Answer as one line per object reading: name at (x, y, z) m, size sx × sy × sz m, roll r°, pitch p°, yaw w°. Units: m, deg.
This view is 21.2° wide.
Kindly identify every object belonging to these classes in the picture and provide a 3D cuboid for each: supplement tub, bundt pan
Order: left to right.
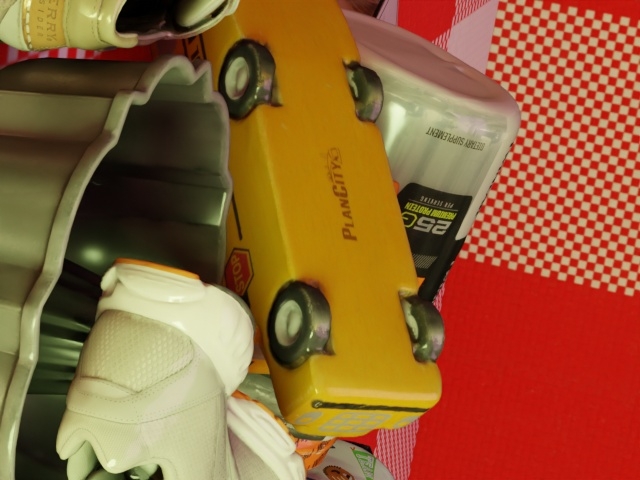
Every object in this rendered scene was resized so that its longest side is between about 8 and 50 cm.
bundt pan at (-0.158, 0.046, 0.953) m, size 0.331 × 0.124 × 0.331 m, roll 13°, pitch 90°, yaw -78°
supplement tub at (0.000, 0.000, 1.358) m, size 0.338 × 0.207 × 0.207 m, roll -65°, pitch 172°, yaw 17°

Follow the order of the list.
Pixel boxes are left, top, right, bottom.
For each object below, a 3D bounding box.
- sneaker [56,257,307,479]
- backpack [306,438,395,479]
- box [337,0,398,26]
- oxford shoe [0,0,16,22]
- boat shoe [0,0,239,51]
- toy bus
sneaker at (-0.083, 0.121, 0.896) m, size 0.121 × 0.099 × 0.262 m, roll -63°, pitch 155°, yaw -27°
backpack at (-0.036, 0.313, 1.576) m, size 0.213 × 0.276 × 0.263 m, roll -44°, pitch 132°, yaw -72°
box at (-0.006, -0.117, 1.603) m, size 0.290 × 0.087 × 0.169 m, roll -65°, pitch 163°, yaw -45°
oxford shoe at (-0.193, -0.111, 0.702) m, size 0.146 × 0.140 × 0.397 m, roll -43°, pitch -155°, yaw 49°
boat shoe at (-0.093, -0.164, 0.991) m, size 0.302 × 0.103 × 0.113 m, roll -43°, pitch 149°, yaw -56°
toy bus at (-0.023, -0.025, 1.142) m, size 0.130 × 0.108 × 0.333 m, roll -39°, pitch -126°, yaw 43°
